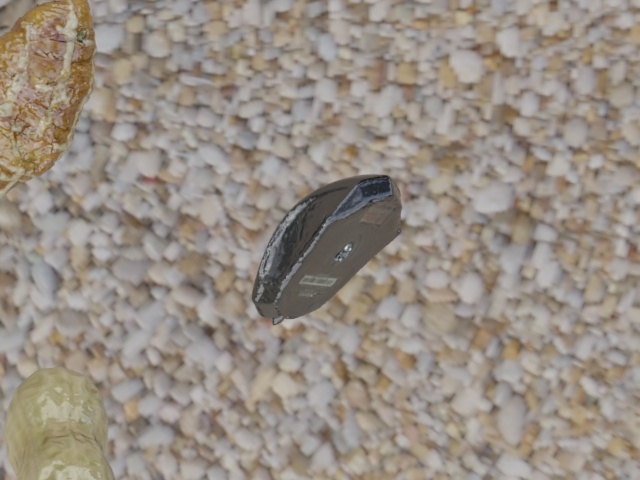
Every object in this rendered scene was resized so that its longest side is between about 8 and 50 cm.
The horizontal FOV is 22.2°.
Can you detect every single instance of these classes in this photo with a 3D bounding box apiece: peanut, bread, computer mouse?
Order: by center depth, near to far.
[{"bbox_3d":[-0.185,0.170,1.170,0.082,0.187,0.082,-9,130,-11],"label":"peanut"},{"bbox_3d":[-0.242,-0.085,1.245,0.233,0.076,0.105,-44,149,14],"label":"bread"},{"bbox_3d":[0.000,0.000,1.375,0.172,0.057,0.099,-49,149,23],"label":"computer mouse"}]
